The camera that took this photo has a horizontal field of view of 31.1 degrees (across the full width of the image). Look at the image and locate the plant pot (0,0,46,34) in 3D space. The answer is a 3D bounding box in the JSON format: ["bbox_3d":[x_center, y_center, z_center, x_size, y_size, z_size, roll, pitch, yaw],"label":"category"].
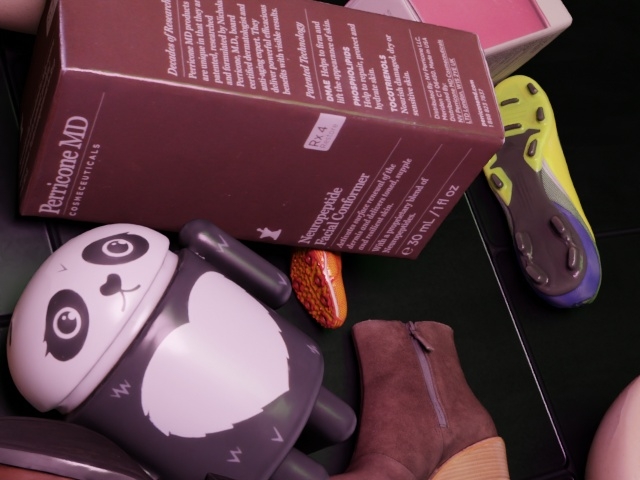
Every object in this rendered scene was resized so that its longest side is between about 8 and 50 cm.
[{"bbox_3d":[-0.233,-0.281,1.001,0.274,0.256,0.256,-9,71,-21],"label":"plant pot"}]

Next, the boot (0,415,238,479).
[{"bbox_3d":[-0.174,0.278,0.786,0.264,0.096,0.280,23,90,-27],"label":"boot"}]

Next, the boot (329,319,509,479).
[{"bbox_3d":[0.054,0.172,1.063,0.248,0.090,0.207,3,53,-32],"label":"boot"}]

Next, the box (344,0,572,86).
[{"bbox_3d":[0.137,-0.231,1.269,0.232,0.148,0.127,-25,81,-41],"label":"box"}]

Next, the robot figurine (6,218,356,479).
[{"bbox_3d":[-0.108,0.106,0.904,0.278,0.173,0.209,37,18,-14],"label":"robot figurine"}]

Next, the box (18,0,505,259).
[{"bbox_3d":[-0.055,-0.105,0.995,0.381,0.191,0.143,7,53,-20],"label":"box"}]

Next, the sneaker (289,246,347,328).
[{"bbox_3d":[0.000,0.000,1.108,0.067,0.064,0.175,-4,69,-32],"label":"sneaker"}]

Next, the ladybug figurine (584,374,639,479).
[{"bbox_3d":[0.395,0.346,1.134,0.305,0.162,0.449,-5,69,-37],"label":"ladybug figurine"}]

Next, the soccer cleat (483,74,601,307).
[{"bbox_3d":[0.250,-0.054,1.312,0.121,0.093,0.289,35,39,-55],"label":"soccer cleat"}]
